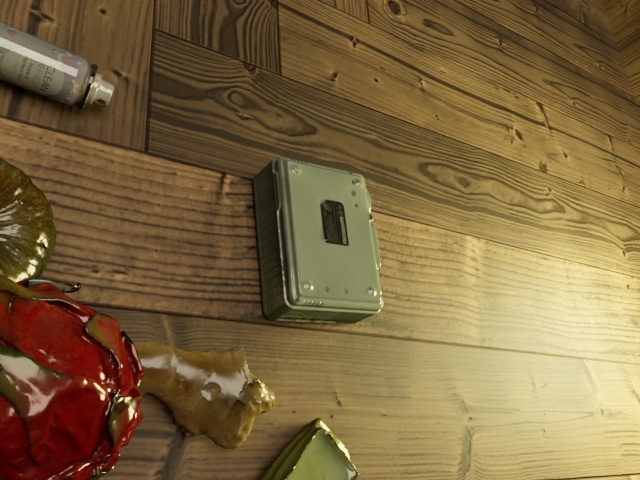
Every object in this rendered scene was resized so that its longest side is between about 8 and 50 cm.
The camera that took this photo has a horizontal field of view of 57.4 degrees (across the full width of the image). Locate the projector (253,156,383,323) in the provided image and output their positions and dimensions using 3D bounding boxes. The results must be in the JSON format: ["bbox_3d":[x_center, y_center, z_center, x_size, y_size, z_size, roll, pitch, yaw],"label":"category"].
[{"bbox_3d":[0.000,0.000,0.963,0.191,0.099,0.257,9,63,-34],"label":"projector"}]

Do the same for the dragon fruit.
[{"bbox_3d":[-0.298,0.132,0.542,0.293,0.233,0.234,57,43,-35],"label":"dragon fruit"}]

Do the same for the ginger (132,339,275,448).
[{"bbox_3d":[-0.201,0.187,0.743,0.294,0.086,0.131,13,89,-21],"label":"ginger"}]

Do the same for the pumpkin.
[{"bbox_3d":[-0.395,-0.004,0.622,0.219,0.162,0.219,22,61,-48],"label":"pumpkin"}]

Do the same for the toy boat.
[{"bbox_3d":[-0.039,0.355,0.769,0.111,0.084,0.276,52,48,-6],"label":"toy boat"}]

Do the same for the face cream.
[{"bbox_3d":[-0.404,-0.246,0.806,0.229,0.075,0.075,19,58,-27],"label":"face cream"}]
